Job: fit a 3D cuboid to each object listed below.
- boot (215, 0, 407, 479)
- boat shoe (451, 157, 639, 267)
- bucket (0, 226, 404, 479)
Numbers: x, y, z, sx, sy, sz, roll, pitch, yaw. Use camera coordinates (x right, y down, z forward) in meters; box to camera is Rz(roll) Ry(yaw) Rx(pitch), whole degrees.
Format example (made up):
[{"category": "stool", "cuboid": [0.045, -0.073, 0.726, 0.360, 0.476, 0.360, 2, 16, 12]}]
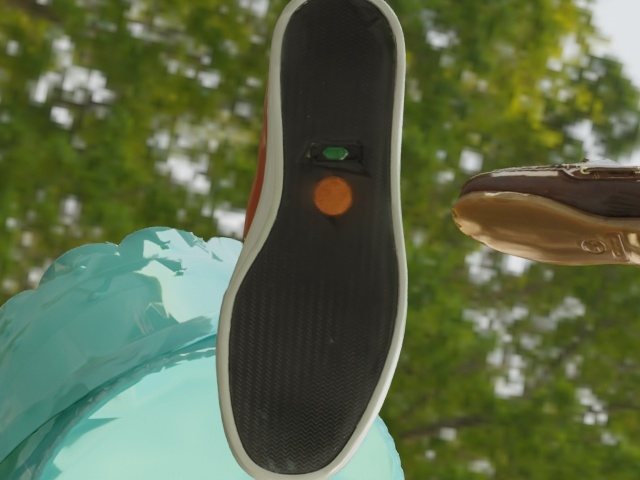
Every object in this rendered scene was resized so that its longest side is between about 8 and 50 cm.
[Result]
[{"category": "boot", "cuboid": [0.000, 0.000, 1.015, 0.176, 0.088, 0.244, 129, -31, -89]}, {"category": "boat shoe", "cuboid": [0.201, -0.023, 1.422, 0.207, 0.073, 0.073, 10, -124, 18]}, {"category": "bucket", "cuboid": [-0.088, 0.144, 1.244, 0.183, 0.281, 0.281, 44, -62, 64]}]
